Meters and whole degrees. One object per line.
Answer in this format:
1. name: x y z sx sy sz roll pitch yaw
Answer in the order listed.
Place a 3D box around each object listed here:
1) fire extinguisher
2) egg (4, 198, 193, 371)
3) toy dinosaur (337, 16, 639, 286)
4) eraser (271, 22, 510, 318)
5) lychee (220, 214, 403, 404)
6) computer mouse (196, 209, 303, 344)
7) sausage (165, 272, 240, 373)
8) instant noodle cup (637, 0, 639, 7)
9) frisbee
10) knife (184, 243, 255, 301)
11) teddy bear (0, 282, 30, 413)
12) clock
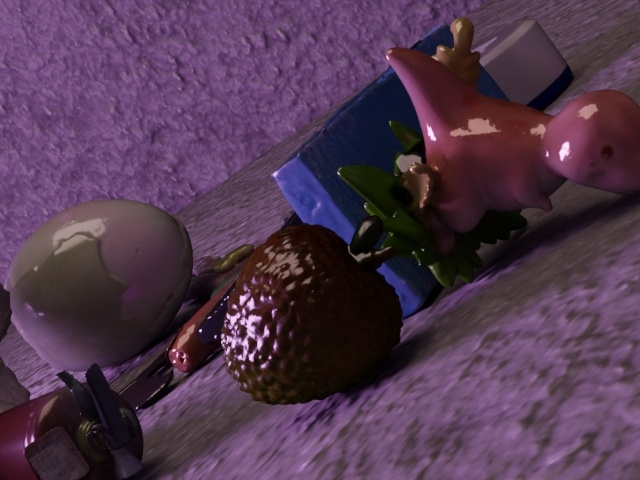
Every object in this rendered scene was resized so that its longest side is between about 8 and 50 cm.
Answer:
1. fire extinguisher: -0.214 0.163 1.327 0.105 0.105 0.269 -40 9 -34
2. egg: -0.239 0.041 1.903 0.217 0.183 0.183 -34 7 11
3. toy dinosaur: 0.112 -0.058 1.128 0.152 0.194 0.177 -30 -19 -41
4. eraser: 0.076 -0.061 1.318 0.043 0.144 0.312 -36 6 34
5. lychee: -0.004 0.045 1.113 0.146 0.114 0.114 -45 5 15
6. computer mouse: 0.004 0.003 1.479 0.295 0.087 0.168 -46 5 45
7. sausage: -0.080 0.062 1.616 0.043 0.043 0.186 -27 11 48
8. instant noodle cup: 0.293 -0.167 0.826 0.207 0.217 0.217 -32 4 -36
9. frisbee: -0.196 0.154 1.662 0.187 0.012 0.211 -34 8 16
10. knife: -0.117 0.037 1.950 0.132 0.038 0.398 -35 6 -19
11. teddy bear: -0.451 0.118 1.682 0.327 0.362 0.375 -33 6 20
12. clock: 0.143 -0.138 1.749 0.230 0.083 0.230 -34 10 7
